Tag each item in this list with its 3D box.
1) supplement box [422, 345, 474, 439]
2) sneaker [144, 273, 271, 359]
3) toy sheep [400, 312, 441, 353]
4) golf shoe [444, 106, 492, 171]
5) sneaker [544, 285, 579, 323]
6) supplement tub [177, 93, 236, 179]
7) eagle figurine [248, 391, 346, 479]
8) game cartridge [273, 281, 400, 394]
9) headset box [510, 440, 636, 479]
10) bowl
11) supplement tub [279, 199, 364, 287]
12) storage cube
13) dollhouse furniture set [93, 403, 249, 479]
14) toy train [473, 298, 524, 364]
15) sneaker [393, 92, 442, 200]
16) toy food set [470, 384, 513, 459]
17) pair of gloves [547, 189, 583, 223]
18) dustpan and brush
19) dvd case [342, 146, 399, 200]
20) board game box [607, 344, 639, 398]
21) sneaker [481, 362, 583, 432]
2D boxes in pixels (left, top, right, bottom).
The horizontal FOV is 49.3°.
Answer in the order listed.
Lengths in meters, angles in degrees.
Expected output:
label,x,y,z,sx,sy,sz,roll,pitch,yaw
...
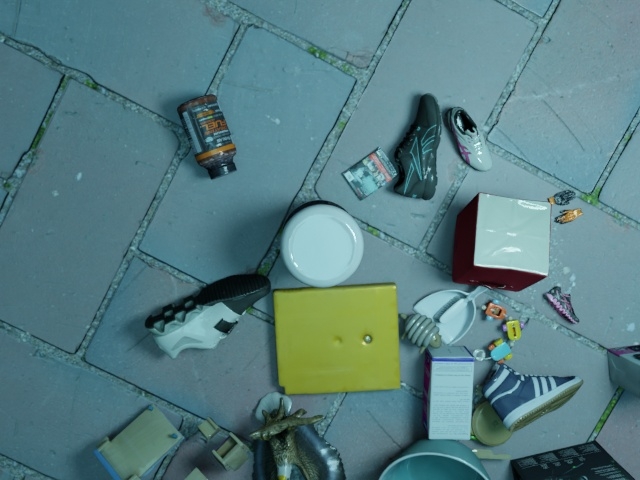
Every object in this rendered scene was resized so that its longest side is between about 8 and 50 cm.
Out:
label,x,y,z,sx,sy,sz,roll,pitch,yaw
supplement box,0.332,0.395,1.820,0.114,0.111,0.219,0,97,-1
sneaker,-0.267,0.197,1.790,0.331,0.122,0.146,-23,115,0
toy sheep,0.258,0.234,1.809,0.132,0.091,0.091,35,95,16
golf shoe,0.376,-0.251,1.755,0.067,0.086,0.186,-35,98,1
sneaker,0.647,0.169,1.838,0.057,0.047,0.119,-45,97,-8
supplement tub,-0.273,-0.254,1.727,0.106,0.106,0.197,-21,98,1
eagle figurine,-0.083,0.569,1.817,0.226,0.225,0.298,13,136,35
game cartridge,0.044,0.258,1.830,0.324,0.052,0.285,-2,97,1
headset box,0.652,0.649,1.774,0.247,0.283,0.131,-14,97,-1
bowl,0.308,0.635,1.800,0.312,0.163,0.311,5,109,14
supplement tub,0.000,0.000,1.681,0.191,0.272,0.191,0,97,-2
storage cube,0.439,0.005,1.707,0.184,0.193,0.214,9,76,-2
dollhouse furniture set,-0.385,0.564,1.847,0.303,0.198,0.286,38,71,24
toy train,0.463,0.241,1.840,0.125,0.046,0.166,17,93,-2
sneaker,0.243,-0.234,1.744,0.106,0.101,0.267,3,97,-3
toy food set,0.459,0.488,1.877,0.133,0.038,0.192,8,86,-8
pair of gloves,0.638,-0.087,1.820,0.074,0.010,0.083,-21,94,2
dustpan and brush,0.367,0.163,1.817,0.211,0.060,0.147,-42,96,3
dvd case,0.130,-0.171,1.794,0.119,0.013,0.087,-36,97,2
board game box,0.927,0.323,1.772,0.304,0.224,0.097,-6,95,-1
sneaker,0.550,0.380,1.827,0.282,0.153,0.099,-17,139,-30
